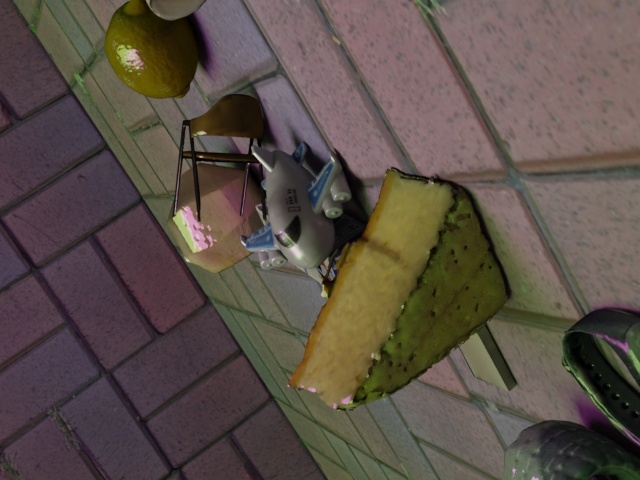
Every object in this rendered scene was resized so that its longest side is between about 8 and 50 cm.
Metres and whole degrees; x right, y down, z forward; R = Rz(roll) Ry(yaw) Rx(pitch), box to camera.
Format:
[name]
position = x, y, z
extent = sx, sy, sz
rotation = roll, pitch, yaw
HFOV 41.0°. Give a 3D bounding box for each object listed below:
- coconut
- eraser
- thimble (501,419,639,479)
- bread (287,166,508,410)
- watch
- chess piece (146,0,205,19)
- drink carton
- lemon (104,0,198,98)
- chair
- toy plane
[coconut]
position = -0.241, -0.063, 1.995
extent = 0.259, 0.259, 0.259
rotation = 47, 161, 21
[eraser]
position = 0.272, 0.187, 1.477
extent = 0.150, 0.023, 0.104
rotation = 60, 162, -18
[thimble]
position = 0.383, 0.390, 1.266
extent = 0.250, 0.205, 0.172
rotation = 55, 164, -20
[bread]
position = 0.087, 0.067, 1.298
extent = 0.248, 0.315, 0.279
rotation = 22, 134, 57
[watch]
position = 0.397, 0.182, 1.080
extent = 0.206, 0.068, 0.193
rotation = 56, 166, 7
[chess piece]
position = -0.299, -0.518, 1.513
extent = 0.243, 0.133, 0.133
rotation = 55, 164, 23
[drink carton]
position = 0.000, 0.000, 1.708
extent = 0.315, 0.106, 0.131
rotation = 33, 151, 53
[lemon]
position = -0.340, -0.386, 1.738
extent = 0.184, 0.184, 0.248
rotation = 39, 158, 41
[chair]
position = -0.195, -0.164, 1.724
extent = 0.172, 0.158, 0.247
rotation = 8, 98, 60
[toy plane]
position = -0.050, -0.064, 1.570
extent = 0.122, 0.267, 0.267
rotation = 16, -166, -43
